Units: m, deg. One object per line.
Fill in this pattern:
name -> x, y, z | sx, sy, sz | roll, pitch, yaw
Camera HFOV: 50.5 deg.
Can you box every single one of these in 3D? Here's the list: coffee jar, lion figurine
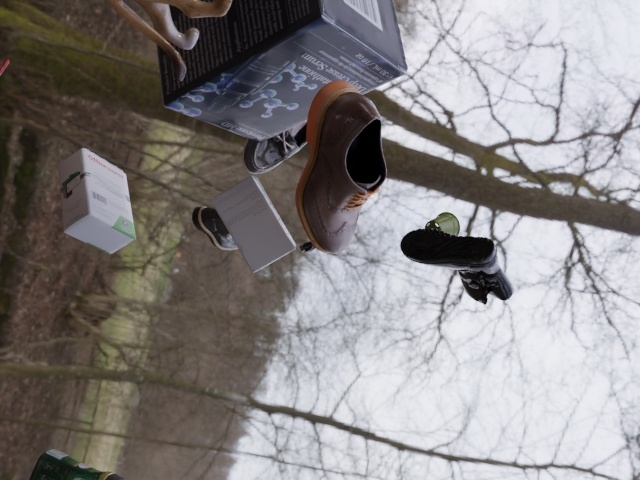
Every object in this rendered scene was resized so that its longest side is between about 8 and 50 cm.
coffee jar -> -0.485, 0.495, 1.366 | 0.079, 0.185, 0.096 | 66, 43, -74
lion figurine -> -0.215, -0.442, 0.926 | 0.142, 0.240, 0.392 | 34, -77, 58

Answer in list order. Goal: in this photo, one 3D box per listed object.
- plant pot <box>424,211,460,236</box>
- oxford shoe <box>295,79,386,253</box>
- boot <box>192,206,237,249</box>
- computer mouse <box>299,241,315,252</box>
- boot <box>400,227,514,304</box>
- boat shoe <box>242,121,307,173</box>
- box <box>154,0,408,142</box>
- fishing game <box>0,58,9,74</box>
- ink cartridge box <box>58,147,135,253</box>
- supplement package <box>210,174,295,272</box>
plant pot -> 0.323, -0.032, 1.840 | 0.083, 0.079, 0.083 | 8, -77, 39
oxford shoe -> 0.042, -0.098, 1.230 | 0.133, 0.130, 0.363 | 44, -32, 37
boot -> -0.214, -0.026, 1.710 | 0.198, 0.137, 0.076 | 36, 57, -59
computer mouse -> 0.000, 0.000, 1.480 | 0.242, 0.071, 0.041 | 132, -63, -72
boot -> 0.334, 0.070, 1.659 | 0.207, 0.247, 0.094 | 57, 49, -45
boat shoe -> -0.058, -0.285, 1.641 | 0.096, 0.112, 0.335 | 7, -133, 49
box -> -0.082, -0.387, 1.339 | 0.396, 0.294, 0.211 | -19, -108, 33
fishing game -> -0.568, -0.271, 0.975 | 0.189, 0.041, 0.264 | -62, 165, -10
ink cartridge box -> -0.562, -0.099, 1.704 | 0.093, 0.160, 0.219 | -30, -125, 17
supplement package -> -0.140, -0.037, 1.443 | 0.105, 0.179, 0.105 | -29, -175, 1
